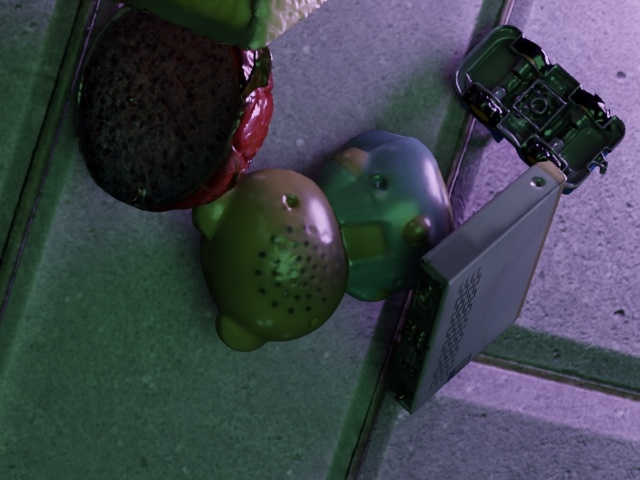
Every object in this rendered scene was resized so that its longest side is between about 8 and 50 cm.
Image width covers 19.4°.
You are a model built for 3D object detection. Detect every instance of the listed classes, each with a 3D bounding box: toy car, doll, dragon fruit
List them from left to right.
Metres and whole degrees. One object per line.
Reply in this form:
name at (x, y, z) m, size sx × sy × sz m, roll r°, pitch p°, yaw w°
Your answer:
dragon fruit at (-0.114, -0.130, 1.820) m, size 0.148 × 0.218 × 0.224 m, roll 9°, pitch 120°, yaw -52°
doll at (0.000, 0.000, 1.904) m, size 0.260 × 0.161 × 0.177 m, roll -17°, pitch 110°, yaw -21°
toy car at (0.231, -0.132, 1.995) m, size 0.191 × 0.100 × 0.097 m, roll 43°, pitch 83°, yaw 8°

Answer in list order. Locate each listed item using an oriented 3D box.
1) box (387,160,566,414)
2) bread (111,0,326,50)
box at (0.155, 0.053, 1.937) m, size 0.211 × 0.045 × 0.270 m, roll -39°, pitch 158°, yaw -25°
bread at (-0.134, -0.412, 1.632) m, size 0.242 × 0.345 × 0.405 m, roll -32°, pitch 124°, yaw -42°
